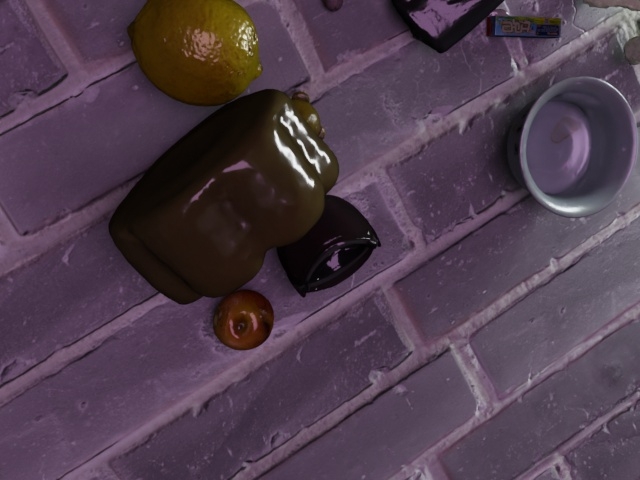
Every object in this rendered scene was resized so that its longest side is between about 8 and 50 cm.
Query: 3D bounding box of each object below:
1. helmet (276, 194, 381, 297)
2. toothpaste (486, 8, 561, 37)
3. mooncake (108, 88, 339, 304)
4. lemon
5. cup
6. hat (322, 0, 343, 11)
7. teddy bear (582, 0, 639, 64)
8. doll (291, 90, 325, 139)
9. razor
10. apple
[{"bbox_3d":[0.000,0.000,1.833,0.225,0.305,0.177,-35,78,-5],"label":"helmet"},{"bbox_3d":[0.515,-0.549,2.010,0.193,0.044,0.070,-3,100,-18],"label":"toothpaste"},{"bbox_3d":[-0.192,-0.085,1.628,0.467,0.467,0.262,-42,111,-8],"label":"mooncake"},{"bbox_3d":[-0.256,-0.406,1.664,0.267,0.267,0.268,-3,99,-18],"label":"lemon"},{"bbox_3d":[0.616,-0.238,2.030,0.347,0.163,0.347,-3,99,-18],"label":"cup"},{"bbox_3d":[0.027,-0.575,1.842,0.058,0.042,0.087,-7,100,-18],"label":"hat"},{"bbox_3d":[0.910,-0.590,2.110,0.327,0.375,0.362,-61,152,-2],"label":"teddy bear"},{"bbox_3d":[-0.097,-0.252,1.826,0.209,0.097,0.137,-26,109,-8],"label":"doll"},{"bbox_3d":[0.340,-0.617,1.886,0.349,0.113,0.204,-42,103,7],"label":"razor"},{"bbox_3d":[-0.175,0.186,1.847,0.146,0.146,0.147,-3,99,-18],"label":"apple"}]
